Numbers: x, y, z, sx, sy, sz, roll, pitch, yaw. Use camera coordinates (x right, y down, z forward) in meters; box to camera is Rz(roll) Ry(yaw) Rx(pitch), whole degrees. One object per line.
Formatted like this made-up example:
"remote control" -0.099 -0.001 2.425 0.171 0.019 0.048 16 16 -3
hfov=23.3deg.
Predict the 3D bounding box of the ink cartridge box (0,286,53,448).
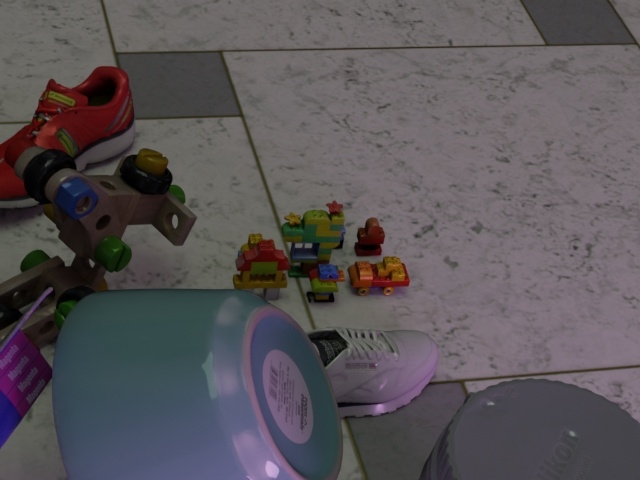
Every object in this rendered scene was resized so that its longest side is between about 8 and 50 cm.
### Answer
"ink cartridge box" -0.355 0.231 1.323 0.071 0.330 0.324 41 42 -10

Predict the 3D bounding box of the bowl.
"bowl" -0.091 0.168 1.432 0.163 0.311 0.311 -21 35 22

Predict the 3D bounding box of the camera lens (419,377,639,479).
"camera lens" 0.183 0.289 1.407 0.219 0.274 0.219 7 41 -6

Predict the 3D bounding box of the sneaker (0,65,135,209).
"sneaker" -0.333 -0.135 1.892 0.107 0.118 0.279 24 41 22

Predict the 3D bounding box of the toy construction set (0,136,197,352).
"toy construction set" -0.287 -0.002 1.724 0.309 0.257 0.237 10 16 34

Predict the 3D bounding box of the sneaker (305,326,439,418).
"sneaker" 0.034 0.134 1.691 0.235 0.095 0.090 -14 45 -29

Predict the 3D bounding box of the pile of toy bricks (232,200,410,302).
"pile of toy bricks" 0.000 0.000 1.826 0.212 0.105 0.118 -1 42 -14
